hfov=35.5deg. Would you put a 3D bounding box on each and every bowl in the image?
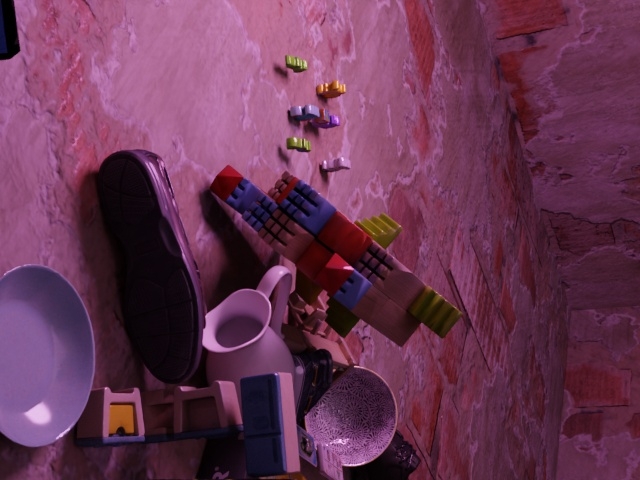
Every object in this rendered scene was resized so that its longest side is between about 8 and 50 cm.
[{"bbox_3d":[0.041,0.300,1.726,0.080,0.170,0.170,166,-80,-71],"label":"bowl"}]

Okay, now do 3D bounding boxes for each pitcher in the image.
[{"bbox_3d":[-0.087,0.148,1.405,0.178,0.125,0.207,-47,149,-29],"label":"pitcher"}]

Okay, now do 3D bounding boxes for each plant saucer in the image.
[{"bbox_3d":[-0.316,0.123,1.074,0.195,0.037,0.195,-6,90,-65],"label":"plant saucer"}]

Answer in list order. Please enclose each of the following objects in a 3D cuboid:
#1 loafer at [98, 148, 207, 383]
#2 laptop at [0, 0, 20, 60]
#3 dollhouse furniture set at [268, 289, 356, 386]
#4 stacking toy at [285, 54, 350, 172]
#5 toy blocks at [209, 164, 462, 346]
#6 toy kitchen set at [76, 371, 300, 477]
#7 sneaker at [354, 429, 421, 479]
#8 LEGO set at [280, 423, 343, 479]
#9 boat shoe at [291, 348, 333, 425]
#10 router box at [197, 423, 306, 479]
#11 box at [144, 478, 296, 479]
[{"bbox_3d":[-0.198,0.028,1.282,0.095,0.109,0.303,-31,109,-68],"label":"loafer"},{"bbox_3d":[-0.409,-0.271,0.849,0.264,0.136,0.234,-9,92,-66],"label":"laptop"},{"bbox_3d":[-0.062,0.152,1.609,0.182,0.101,0.161,25,27,-46],"label":"dollhouse furniture set"},{"bbox_3d":[-0.013,-0.225,1.815,0.221,0.052,0.167,15,69,-62],"label":"stacking toy"},{"bbox_3d":[0.000,0.000,1.473,0.191,0.381,0.261,-51,136,1],"label":"toy blocks"},{"bbox_3d":[-0.156,0.228,1.185,0.166,0.207,0.122,19,62,-62],"label":"toy kitchen set"},{"bbox_3d":[0.114,0.380,1.843,0.109,0.130,0.286,-51,129,-55],"label":"sneaker"},{"bbox_3d":[-0.025,0.374,1.472,0.244,0.060,0.183,50,27,-53],"label":"LEGO set"},{"bbox_3d":[-0.033,0.249,1.529,0.083,0.065,0.183,-8,127,-37],"label":"boat shoe"},{"bbox_3d":[-0.103,0.451,1.407,0.243,0.081,0.309,58,35,-43],"label":"router box"},{"bbox_3d":[-0.177,0.306,1.118,0.270,0.216,0.060,19,66,-64],"label":"box"}]
